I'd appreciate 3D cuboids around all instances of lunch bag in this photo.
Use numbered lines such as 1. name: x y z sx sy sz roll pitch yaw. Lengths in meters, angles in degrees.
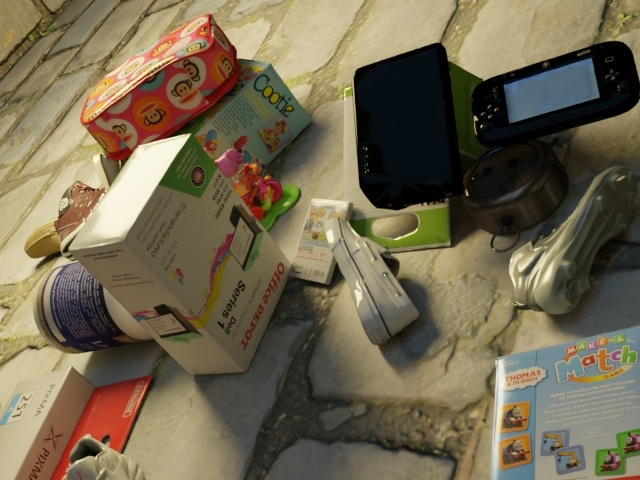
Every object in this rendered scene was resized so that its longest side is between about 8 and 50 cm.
1. lunch bag: -0.293 -0.293 1.597 0.293 0.120 0.258 -30 31 11

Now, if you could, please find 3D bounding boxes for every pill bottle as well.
1. pill bottle: -0.318 0.090 1.382 0.264 0.153 0.153 -14 39 35

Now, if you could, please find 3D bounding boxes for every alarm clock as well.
1. alarm clock: 0.239 -0.059 1.096 0.129 0.064 0.192 -16 42 32

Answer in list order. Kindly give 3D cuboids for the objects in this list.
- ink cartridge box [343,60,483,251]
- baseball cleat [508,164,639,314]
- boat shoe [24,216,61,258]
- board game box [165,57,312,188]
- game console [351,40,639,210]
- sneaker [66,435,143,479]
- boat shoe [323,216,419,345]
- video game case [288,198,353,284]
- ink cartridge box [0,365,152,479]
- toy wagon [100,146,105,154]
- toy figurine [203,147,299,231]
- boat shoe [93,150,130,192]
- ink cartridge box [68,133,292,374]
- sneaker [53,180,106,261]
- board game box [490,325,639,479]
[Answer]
1. ink cartridge box: 0.130 -0.104 1.245 0.188 0.097 0.255 -7 78 40
2. baseball cleat: 0.277 -0.007 0.980 0.109 0.072 0.206 0 44 54
3. boat shoe: -0.539 -0.010 1.822 0.190 0.068 0.072 -32 44 10
4. board game box: -0.179 -0.188 1.600 0.275 0.144 0.142 -45 32 -12
5. game console: 0.210 -0.173 1.100 0.361 0.044 0.213 -14 65 23
6. sneaker: -0.265 0.323 1.069 0.090 0.115 0.232 -44 32 -8
7. boat shoe: 0.069 0.043 1.136 0.075 0.083 0.226 -25 45 3
8. video game case: 0.000 0.000 1.262 0.087 0.011 0.122 8 79 50
9. ink cartridge box: -0.404 0.318 1.266 0.261 0.066 0.296 -18 38 32
10. toy wagon: -0.317 -0.233 1.785 0.267 0.068 0.344 -19 22 8
11. toy figurine: -0.146 -0.089 1.427 0.173 0.159 0.130 -33 32 8
12. boat shoe: -0.350 -0.068 1.603 0.068 0.228 0.081 -22 -12 -3
13. ink cartridge box: -0.179 0.026 1.206 0.117 0.278 0.201 -8 43 35
14. sneaker: -0.429 -0.098 1.740 0.281 0.106 0.162 -41 50 -3
15. board game box: 0.238 0.184 0.807 0.160 0.039 0.211 -18 38 29
